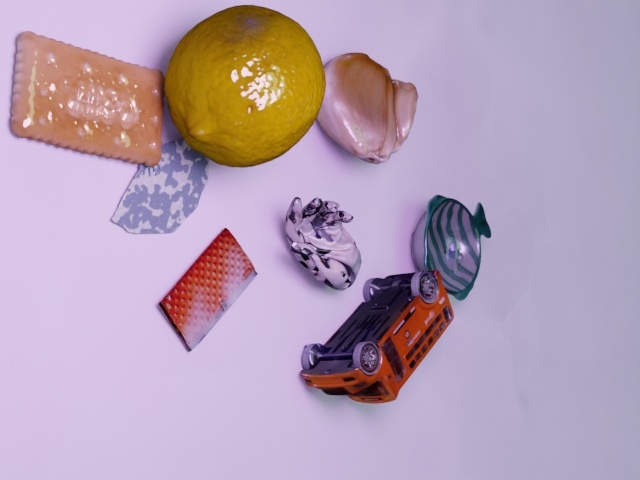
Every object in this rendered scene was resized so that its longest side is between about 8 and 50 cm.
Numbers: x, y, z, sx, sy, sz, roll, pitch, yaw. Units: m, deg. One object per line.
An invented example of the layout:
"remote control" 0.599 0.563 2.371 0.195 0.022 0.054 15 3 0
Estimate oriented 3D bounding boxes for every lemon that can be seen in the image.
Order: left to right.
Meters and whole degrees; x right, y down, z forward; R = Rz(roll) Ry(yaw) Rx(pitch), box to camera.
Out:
"lemon" -0.117 -0.241 1.579 0.267 0.267 0.267 9 78 -47

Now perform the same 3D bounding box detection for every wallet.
"wallet" -0.179 0.076 1.625 0.196 0.020 0.103 -51 121 -39

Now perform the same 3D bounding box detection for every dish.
"dish" 0.253 0.008 2.065 0.246 0.078 0.224 -34 109 -44

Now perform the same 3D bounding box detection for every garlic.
"garlic" 0.074 -0.238 1.891 0.217 0.110 0.228 32 50 -27

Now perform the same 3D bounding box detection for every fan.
"fan" -0.244 -0.085 1.587 0.240 0.009 0.131 -51 121 -39

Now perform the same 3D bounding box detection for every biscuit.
"biscuit" -0.334 -0.205 1.484 0.249 0.030 0.160 12 74 -44

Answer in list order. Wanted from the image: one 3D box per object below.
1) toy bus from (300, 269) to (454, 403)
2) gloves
"toy bus" 0.110 0.186 1.837 0.329 0.143 0.153 -44 116 -43
"gloves" -0.003 -0.003 1.771 0.127 0.111 0.212 -46 123 -14
